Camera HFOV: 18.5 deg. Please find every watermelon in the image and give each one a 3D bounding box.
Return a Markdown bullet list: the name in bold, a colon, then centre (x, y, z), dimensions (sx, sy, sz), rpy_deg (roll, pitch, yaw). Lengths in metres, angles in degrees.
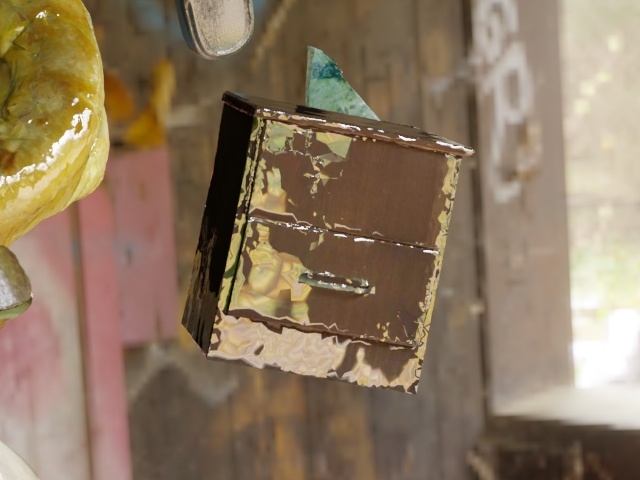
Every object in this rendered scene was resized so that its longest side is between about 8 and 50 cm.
- **watermelon**: centre (0.029, -0.140, 2.265), dimensions (0.180, 0.081, 0.094), rpy_deg (52, 13, 31)

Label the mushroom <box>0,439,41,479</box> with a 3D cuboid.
- **mushroom**: centre (-0.249, 0.227, 1.543), dimensions (0.088, 0.212, 0.097), rpy_deg (2, 45, 37)

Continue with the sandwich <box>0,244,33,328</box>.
- **sandwich**: centre (-0.433, 0.088, 1.938), dimensions (0.250, 0.162, 0.301), rpy_deg (-21, -18, -27)

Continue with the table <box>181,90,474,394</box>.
- **table**: centre (0.000, 0.000, 1.507), dimensions (0.169, 0.193, 0.172), rpy_deg (11, 7, -12)

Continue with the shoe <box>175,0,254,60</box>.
- **shoe**: centre (-0.106, -0.300, 2.080), dimensions (0.108, 0.241, 0.093), rpy_deg (-29, 35, -29)

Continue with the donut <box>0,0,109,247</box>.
- **donut**: centre (-0.398, -0.153, 2.119), dimensions (0.360, 0.360, 0.170), rpy_deg (-4, -24, -2)
